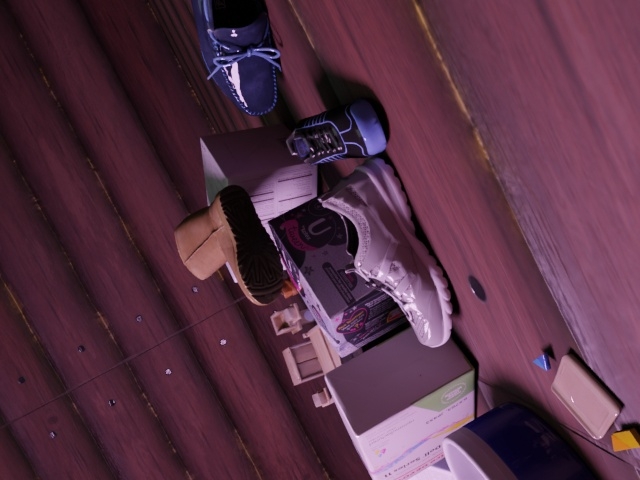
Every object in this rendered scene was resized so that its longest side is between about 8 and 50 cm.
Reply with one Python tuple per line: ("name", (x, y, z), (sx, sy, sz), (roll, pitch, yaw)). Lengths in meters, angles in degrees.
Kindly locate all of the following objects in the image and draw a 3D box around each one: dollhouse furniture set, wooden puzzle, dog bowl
("dollhouse furniture set", (0.052, 0.260, 1.490), (0.355, 0.173, 0.304), (-44, 64, 50))
("wooden puzzle", (0.256, 0.151, 0.532), (0.116, 0.014, 0.079), (57, 165, 31))
("dog bowl", (0.276, 0.352, 0.716), (0.265, 0.104, 0.265), (59, 171, 15))

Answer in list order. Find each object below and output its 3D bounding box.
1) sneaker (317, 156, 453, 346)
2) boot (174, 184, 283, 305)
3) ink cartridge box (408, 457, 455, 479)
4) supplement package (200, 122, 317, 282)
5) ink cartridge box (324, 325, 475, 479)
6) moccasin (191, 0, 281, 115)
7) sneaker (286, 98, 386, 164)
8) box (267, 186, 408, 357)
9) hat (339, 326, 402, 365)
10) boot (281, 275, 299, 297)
("sneaker", (0.090, 0.031, 0.777), (0.282, 0.115, 0.105), (63, 171, -6))
("boot", (-0.187, 0.034, 1.088), (0.269, 0.089, 0.236), (-28, 77, 54))
("ink cartridge box", (0.269, 0.520, 1.146), (0.311, 0.065, 0.186), (-9, 111, 56))
("supplement package", (-0.134, -0.087, 1.222), (0.199, 0.197, 0.263), (-127, 31, -47))
("ink cartridge box", (0.151, 0.305, 0.949), (0.119, 0.207, 0.354), (56, 170, 40))
("moccasin", (-0.153, -0.362, 0.934), (0.117, 0.137, 0.342), (43, 160, 52))
("sneaker", (0.015, -0.141, 0.770), (0.082, 0.090, 0.232), (65, 171, -14))
("box", (0.034, 0.048, 0.983), (0.247, 0.163, 0.142), (55, 167, 38))
("hat", (0.096, 0.189, 1.168), (0.331, 0.133, 0.331), (90, 154, -64))
("boot", (-0.085, 0.130, 1.929), (0.073, 0.152, 0.197), (64, 171, -15))
